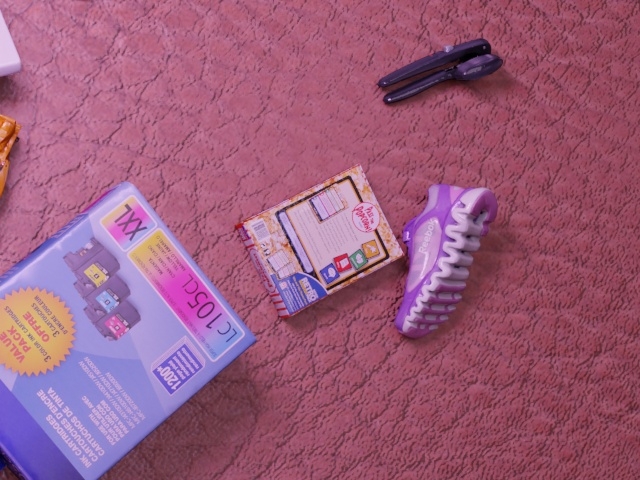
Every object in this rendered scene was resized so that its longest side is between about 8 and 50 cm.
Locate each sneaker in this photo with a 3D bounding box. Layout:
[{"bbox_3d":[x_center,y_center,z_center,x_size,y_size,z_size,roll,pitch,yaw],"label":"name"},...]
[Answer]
[{"bbox_3d":[0.157,0.021,1.966,0.095,0.104,0.236,16,100,-57],"label":"sneaker"}]

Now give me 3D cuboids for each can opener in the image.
[{"bbox_3d":[0.168,-0.248,2.010,0.186,0.073,0.059,-17,98,-11],"label":"can opener"}]

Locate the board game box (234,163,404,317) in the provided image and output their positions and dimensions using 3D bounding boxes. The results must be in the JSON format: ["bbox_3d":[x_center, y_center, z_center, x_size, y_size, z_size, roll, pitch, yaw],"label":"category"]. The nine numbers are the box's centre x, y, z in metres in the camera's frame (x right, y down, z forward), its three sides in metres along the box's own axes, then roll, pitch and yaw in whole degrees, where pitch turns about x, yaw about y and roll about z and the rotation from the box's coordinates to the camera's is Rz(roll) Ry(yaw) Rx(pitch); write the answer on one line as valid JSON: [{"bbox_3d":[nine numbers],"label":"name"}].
[{"bbox_3d":[0.000,0.000,1.930,0.193,0.045,0.146,-27,93,-20],"label":"board game box"}]

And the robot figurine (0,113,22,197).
[{"bbox_3d":[-0.504,-0.049,1.738,0.211,0.085,0.291,27,76,-14],"label":"robot figurine"}]

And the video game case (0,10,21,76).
[{"bbox_3d":[-0.515,-0.271,1.742,0.227,0.026,0.206,-16,62,-20],"label":"video game case"}]

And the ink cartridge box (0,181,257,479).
[{"bbox_3d":[-0.320,0.152,1.751,0.395,0.151,0.270,-41,98,-17],"label":"ink cartridge box"}]
